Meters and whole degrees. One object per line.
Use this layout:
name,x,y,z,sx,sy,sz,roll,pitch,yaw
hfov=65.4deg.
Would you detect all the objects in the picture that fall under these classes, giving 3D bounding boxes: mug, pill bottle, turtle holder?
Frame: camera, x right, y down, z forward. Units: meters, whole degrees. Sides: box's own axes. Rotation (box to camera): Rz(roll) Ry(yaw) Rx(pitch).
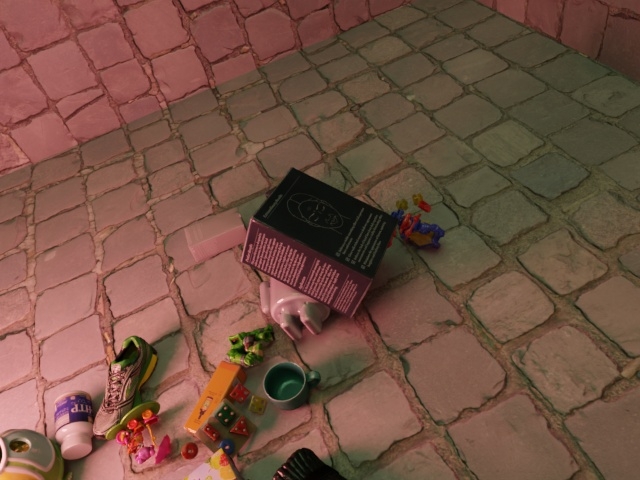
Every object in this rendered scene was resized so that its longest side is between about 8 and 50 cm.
mug,-0.085,0.448,1.505,0.157,0.097,0.129,10,52,22
pill bottle,-0.771,0.579,1.566,0.112,0.112,0.187,-26,49,-8
turtle holder,-0.882,0.694,1.416,0.243,0.227,0.320,-17,47,0

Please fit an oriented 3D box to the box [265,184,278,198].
box,-0.126,-0.118,1.972,0.093,0.158,0.156,-34,50,-15

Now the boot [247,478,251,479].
boot,-0.137,0.684,1.352,0.114,0.037,0.106,-22,61,0

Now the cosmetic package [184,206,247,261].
cosmetic package,-0.416,-0.026,2.011,0.238,0.107,0.127,-20,47,-6

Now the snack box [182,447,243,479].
snack box,-0.280,0.682,1.303,0.174,0.070,0.207,-37,31,-13

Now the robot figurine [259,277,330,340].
robot figurine,-0.072,0.156,1.688,0.299,0.200,0.353,-15,47,12

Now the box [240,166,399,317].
box,0.000,0.000,1.567,0.395,0.212,0.293,27,46,5

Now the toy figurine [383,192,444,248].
toy figurine,0.320,-0.007,1.781,0.362,0.217,0.191,-21,42,63

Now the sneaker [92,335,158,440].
sneaker,-0.652,0.467,1.609,0.134,0.146,0.344,-3,50,12

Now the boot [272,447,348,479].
boot,-0.023,0.641,1.195,0.260,0.348,0.131,23,92,26

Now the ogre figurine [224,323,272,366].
ogre figurine,-0.236,0.343,1.634,0.118,0.097,0.197,-9,41,20

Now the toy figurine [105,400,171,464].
toy figurine,-0.523,0.595,1.482,0.173,0.130,0.159,-29,56,-27

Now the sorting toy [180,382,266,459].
sorting toy,-0.266,0.546,1.451,0.132,0.046,0.274,43,58,1

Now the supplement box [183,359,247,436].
supplement box,-0.320,0.496,1.541,0.078,0.080,0.233,11,52,24
